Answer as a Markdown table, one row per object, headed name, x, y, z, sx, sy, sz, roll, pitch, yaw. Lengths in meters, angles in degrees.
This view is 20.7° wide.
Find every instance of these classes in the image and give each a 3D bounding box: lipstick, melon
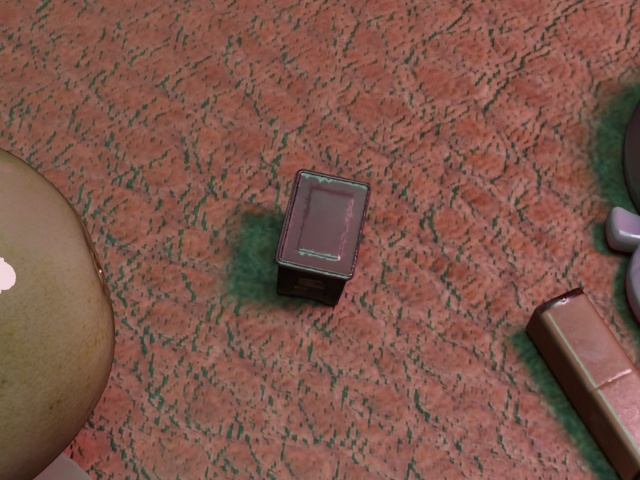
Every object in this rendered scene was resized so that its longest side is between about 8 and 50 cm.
| name | x | y | z | sx | sy | sz | roll | pitch | yaw |
| --- | --- | --- | --- | --- | --- | --- | --- | --- | --- |
| lipstick | 0.209 | 0.107 | 1.286 | 0.045 | 0.045 | 0.145 | -23 | 66 | -21 |
| melon | -0.300 | 0.061 | 1.121 | 0.330 | 0.268 | 0.268 | -17 | 64 | -1 |

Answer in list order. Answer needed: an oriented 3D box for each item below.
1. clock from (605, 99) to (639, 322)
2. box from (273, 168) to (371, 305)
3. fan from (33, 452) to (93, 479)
| name | x | y | z | sx | sy | sz | roll | pitch | yaw |
| --- | --- | --- | --- | --- | --- | --- | --- | --- | --- |
| clock | 0.386 | -0.027 | 1.351 | 0.339 | 0.102 | 0.338 | 3 | 61 | -5 |
| box | 0.000 | 0.000 | 1.307 | 0.060 | 0.063 | 0.084 | 11 | 62 | 1 |
| fan | -0.192 | 0.272 | 1.161 | 0.182 | 0.010 | 0.310 | -20 | 63 | -17 |
